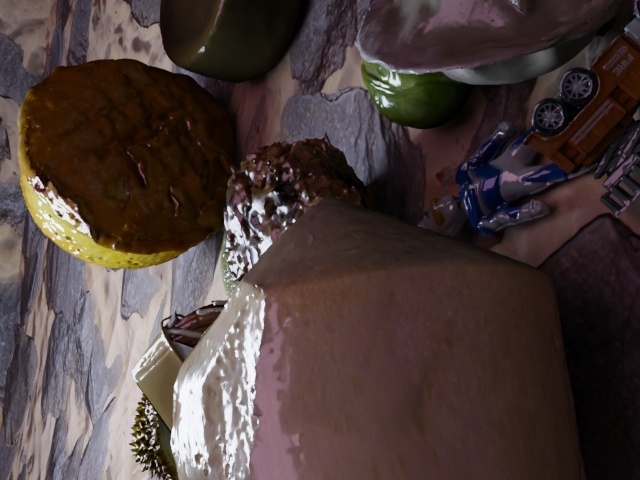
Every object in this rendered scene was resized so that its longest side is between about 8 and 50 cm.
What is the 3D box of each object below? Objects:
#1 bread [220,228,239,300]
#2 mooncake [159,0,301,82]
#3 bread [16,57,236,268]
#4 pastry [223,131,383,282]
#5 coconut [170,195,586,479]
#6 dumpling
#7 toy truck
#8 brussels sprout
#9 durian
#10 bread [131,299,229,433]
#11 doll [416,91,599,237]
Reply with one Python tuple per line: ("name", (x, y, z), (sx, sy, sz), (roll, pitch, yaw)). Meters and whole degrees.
("bread", (-0.089, 0.002, 1.192), (0.267, 0.041, 0.266), (-19, 67, 52))
("mooncake", (-0.151, -0.412, 1.286), (0.284, 0.156, 0.284), (-15, 71, 52))
("bread", (-0.333, -0.130, 1.316), (0.215, 0.398, 0.397), (131, 136, -54))
("pastry", (0.000, 0.000, 0.957), (0.275, 0.193, 0.274), (21, 121, 41))
("coconut", (0.039, 0.153, 0.695), (0.415, 0.345, 0.415), (-12, 75, 52))
("dumpling", (0.160, -0.214, 0.736), (0.204, 0.163, 0.293), (-58, 38, 3))
("toy truck", (0.270, -0.121, 0.645), (0.115, 0.080, 0.177), (44, 112, 14))
("brussels sprout", (0.113, -0.204, 0.880), (0.155, 0.118, 0.155), (2, 93, 38))
("durian", (-0.195, 0.299, 1.170), (0.138, 0.194, 0.237), (135, 149, -75))
("bread", (-0.130, 0.184, 1.061), (0.212, 0.142, 0.224), (-36, 87, 6))
("doll", (0.183, -0.056, 0.794), (0.227, 0.057, 0.113), (-40, 55, 38))
